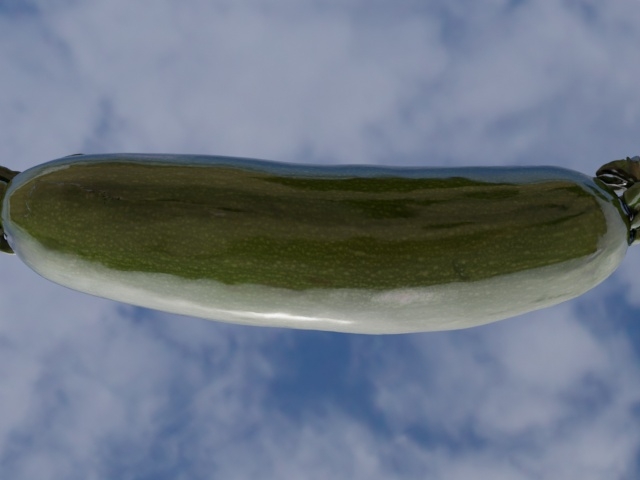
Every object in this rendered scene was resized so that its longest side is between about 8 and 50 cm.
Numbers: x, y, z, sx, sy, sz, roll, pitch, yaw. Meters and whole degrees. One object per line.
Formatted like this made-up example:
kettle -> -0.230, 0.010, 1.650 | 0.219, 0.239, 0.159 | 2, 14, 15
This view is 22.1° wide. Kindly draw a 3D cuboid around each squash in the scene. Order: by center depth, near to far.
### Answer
squash -> -0.001, 0.000, 0.672 | 0.318, 0.080, 0.071 | 1, -81, -4
